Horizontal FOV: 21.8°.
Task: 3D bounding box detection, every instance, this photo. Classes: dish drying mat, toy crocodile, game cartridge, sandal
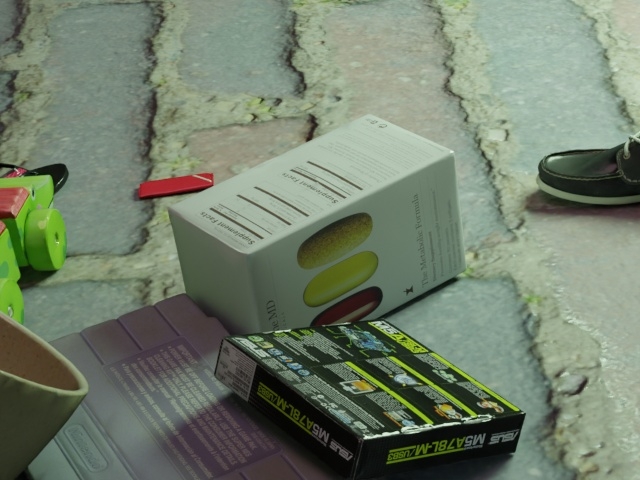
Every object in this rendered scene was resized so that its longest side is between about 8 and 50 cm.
[{"bbox_3d":[-0.160,-0.062,1.841,0.083,0.008,0.032,-8,31,0],"label":"dish drying mat"},{"bbox_3d":[-0.338,0.017,1.653,0.115,0.105,0.340,-1,30,12],"label":"toy crocodile"},{"bbox_3d":[-0.136,0.172,1.389,0.230,0.068,0.355,-16,31,-21],"label":"game cartridge"},{"bbox_3d":[-0.370,-0.060,1.855,0.179,0.040,0.067,-14,30,-10],"label":"sandal"}]

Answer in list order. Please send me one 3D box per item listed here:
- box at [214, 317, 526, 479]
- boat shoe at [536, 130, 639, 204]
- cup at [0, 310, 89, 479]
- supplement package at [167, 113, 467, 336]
[{"bbox_3d":[0.039,0.126,1.370,0.184,0.045,0.190,-1,23,-42],"label":"box"},{"bbox_3d":[0.336,-0.085,1.698,0.233,0.079,0.084,-1,32,14],"label":"boat shoe"},{"bbox_3d":[-0.381,0.136,1.284,0.331,0.331,0.237,29,89,46],"label":"cup"},{"bbox_3d":[0.000,0.000,1.569,0.244,0.139,0.134,-27,34,-28],"label":"supplement package"}]
